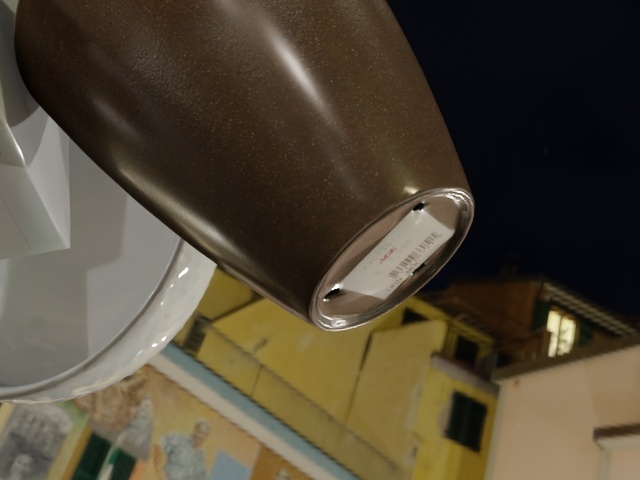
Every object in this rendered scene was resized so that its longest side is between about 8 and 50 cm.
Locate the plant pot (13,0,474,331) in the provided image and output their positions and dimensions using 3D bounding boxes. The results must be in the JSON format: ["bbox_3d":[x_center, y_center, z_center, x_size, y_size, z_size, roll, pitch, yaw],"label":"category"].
[{"bbox_3d":[-0.024,-0.069,0.556,0.230,0.215,0.215,51,-26,27],"label":"plant pot"}]

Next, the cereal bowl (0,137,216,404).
[{"bbox_3d":[-0.222,-0.017,0.856,0.339,0.339,0.141,0,-18,24],"label":"cereal bowl"}]

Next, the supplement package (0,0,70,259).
[{"bbox_3d":[-0.316,-0.104,0.621,0.263,0.198,0.199,-10,-35,-2],"label":"supplement package"}]
